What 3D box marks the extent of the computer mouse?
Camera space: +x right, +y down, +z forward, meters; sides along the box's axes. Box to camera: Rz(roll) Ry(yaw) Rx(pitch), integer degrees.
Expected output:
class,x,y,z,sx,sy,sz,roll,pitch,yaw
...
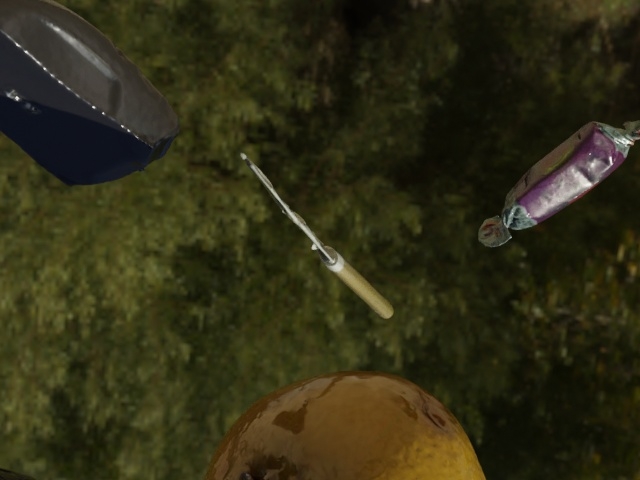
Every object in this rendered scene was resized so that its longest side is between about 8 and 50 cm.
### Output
class,x,y,z,sx,sy,sz,roll,pitch,yaw
computer mouse,-0.200,-0.120,0.886,0.122,0.073,0.217,-14,137,39

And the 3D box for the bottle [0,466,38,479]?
class,x,y,z,sx,sy,sz,roll,pitch,yaw
bottle,-0.175,0.216,0.515,0.072,0.244,0.082,15,173,19

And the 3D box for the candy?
class,x,y,z,sx,sy,sz,roll,pitch,yaw
candy,0.191,-0.052,0.954,0.043,0.175,0.045,47,-164,-16

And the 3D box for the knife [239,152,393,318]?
class,x,y,z,sx,sy,sz,roll,pitch,yaw
knife,-0.002,0.002,1.042,0.047,0.017,0.298,54,-175,33

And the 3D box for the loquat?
class,x,y,z,sx,sy,sz,roll,pitch,yaw
loquat,0.018,0.192,0.861,0.208,0.208,0.208,6,-164,-2
